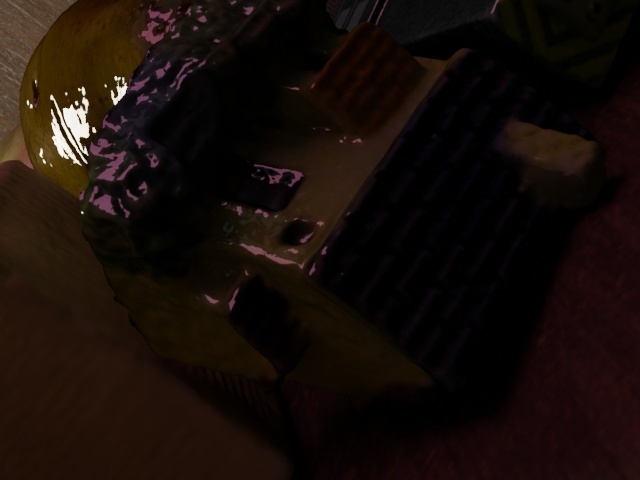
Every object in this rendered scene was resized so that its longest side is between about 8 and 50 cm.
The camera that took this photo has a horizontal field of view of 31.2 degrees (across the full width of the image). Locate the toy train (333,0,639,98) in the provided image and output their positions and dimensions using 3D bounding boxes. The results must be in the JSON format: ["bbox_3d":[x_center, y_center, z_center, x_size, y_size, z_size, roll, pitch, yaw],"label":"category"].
[{"bbox_3d":[0.110,-0.162,0.752,0.178,0.138,0.330,-64,20,-9],"label":"toy train"}]

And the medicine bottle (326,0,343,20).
[{"bbox_3d":[-0.036,-0.156,1.081,0.157,0.157,0.289,-35,22,46],"label":"medicine bottle"}]

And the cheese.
[{"bbox_3d":[-0.149,0.071,0.737,0.124,0.242,0.265,-48,16,3],"label":"cheese"}]

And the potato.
[{"bbox_3d":[-0.122,-0.089,0.859,0.369,0.195,0.177,5,66,54],"label":"potato"}]

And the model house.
[{"bbox_3d":[0.020,-0.021,0.582,0.211,0.170,0.194,13,50,29],"label":"model house"}]

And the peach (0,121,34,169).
[{"bbox_3d":[-0.263,-0.052,1.321,0.292,0.247,0.292,-160,90,-77],"label":"peach"}]
